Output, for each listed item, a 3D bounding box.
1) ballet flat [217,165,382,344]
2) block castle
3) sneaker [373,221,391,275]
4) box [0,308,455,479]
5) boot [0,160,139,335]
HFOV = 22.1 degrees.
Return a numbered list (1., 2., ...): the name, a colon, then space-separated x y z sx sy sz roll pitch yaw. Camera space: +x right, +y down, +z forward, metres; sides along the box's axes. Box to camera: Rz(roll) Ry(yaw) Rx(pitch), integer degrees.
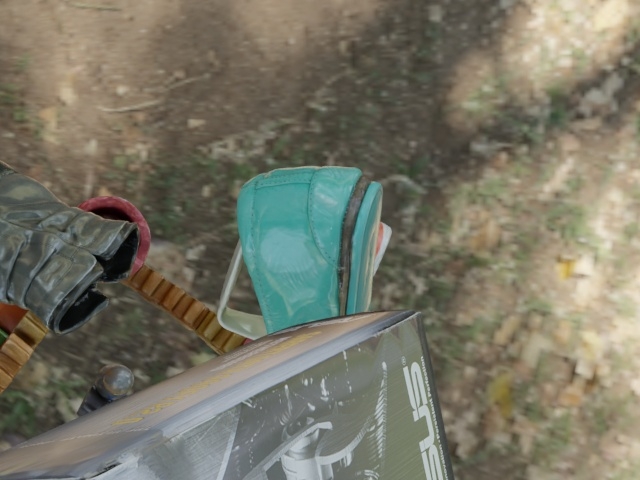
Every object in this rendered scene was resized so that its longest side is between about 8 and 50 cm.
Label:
1. ballet flat: -0.010 0.056 0.892 0.083 0.087 0.247 -64 159 -46
2. block castle: -0.238 0.207 1.597 0.303 0.213 0.453 37 78 -7
3. sneaker: 0.000 0.000 1.170 0.064 0.158 0.061 25 76 -12
4. box: -0.010 0.149 0.448 0.183 0.056 0.231 -19 98 -62
5. boot: -0.261 0.032 1.281 0.246 0.161 0.083 -47 153 -40
